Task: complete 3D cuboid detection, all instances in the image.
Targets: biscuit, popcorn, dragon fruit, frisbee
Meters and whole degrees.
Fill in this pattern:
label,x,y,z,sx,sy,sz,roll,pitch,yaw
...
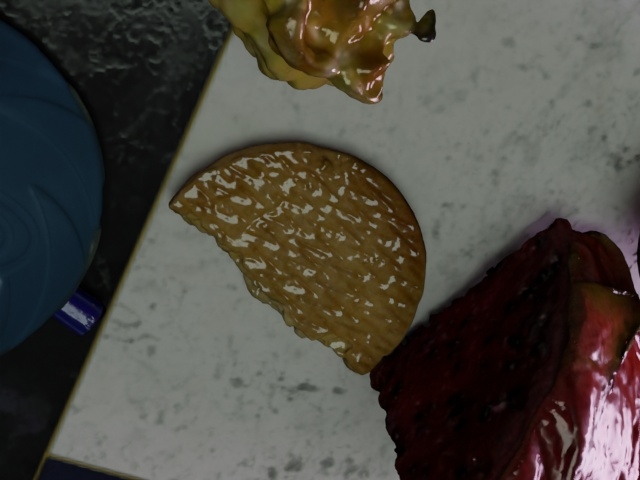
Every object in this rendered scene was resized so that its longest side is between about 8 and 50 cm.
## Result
label,x,y,z,sx,sy,sz,roll,pitch,yaw
biscuit,0.000,-0.001,0.947,0.144,0.033,0.224,-44,115,11
popcorn,-0.007,-0.175,0.787,0.170,0.180,0.180,11,120,23
dragon fruit,0.182,0.154,1.006,0.302,0.240,0.330,-56,138,-10
frisbee,-0.292,-0.028,0.843,0.289,0.049,0.289,-5,108,-16

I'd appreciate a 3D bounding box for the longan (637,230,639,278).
label,x,y,z,sx,sy,sz,roll,pitch,yaw
longan,0.333,-0.002,0.931,0.167,0.167,0.187,34,82,-23

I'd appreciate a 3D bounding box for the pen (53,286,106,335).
label,x,y,z,sx,sy,sz,roll,pitch,yaw
pen,-0.271,-0.015,0.898,0.033,0.033,0.269,-44,115,14
